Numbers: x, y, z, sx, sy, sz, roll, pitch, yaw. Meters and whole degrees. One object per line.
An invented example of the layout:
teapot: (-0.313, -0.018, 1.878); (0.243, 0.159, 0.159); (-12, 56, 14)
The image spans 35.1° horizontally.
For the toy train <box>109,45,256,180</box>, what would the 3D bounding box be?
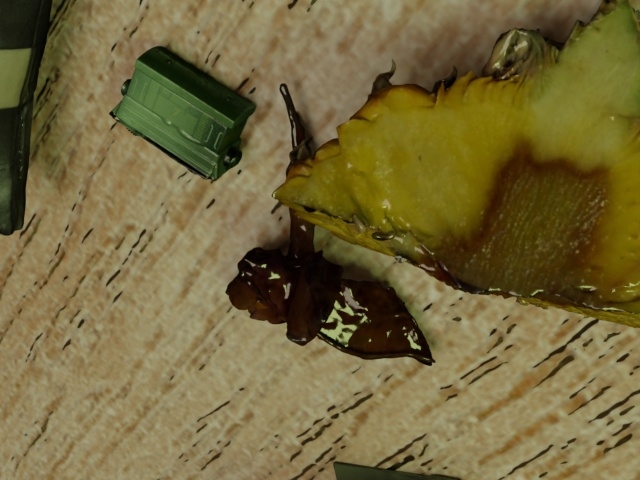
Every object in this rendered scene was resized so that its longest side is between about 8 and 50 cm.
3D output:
toy train: (-0.088, -0.083, 0.654); (0.093, 0.038, 0.056); (33, 126, 8)

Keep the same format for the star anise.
star anise: (0.000, -0.002, 0.651); (0.158, 0.144, 0.140); (16, 169, 28)

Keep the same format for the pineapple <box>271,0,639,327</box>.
pineapple: (0.112, -0.041, 0.546); (0.249, 0.140, 0.164); (8, 80, 7)

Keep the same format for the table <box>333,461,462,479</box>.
table: (0.061, 0.229, 0.685); (0.175, 0.146, 0.063); (3, 119, 27)

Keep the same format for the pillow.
pillow: (-0.255, -0.143, 0.667); (0.186, 0.106, 0.250); (29, 123, 10)
